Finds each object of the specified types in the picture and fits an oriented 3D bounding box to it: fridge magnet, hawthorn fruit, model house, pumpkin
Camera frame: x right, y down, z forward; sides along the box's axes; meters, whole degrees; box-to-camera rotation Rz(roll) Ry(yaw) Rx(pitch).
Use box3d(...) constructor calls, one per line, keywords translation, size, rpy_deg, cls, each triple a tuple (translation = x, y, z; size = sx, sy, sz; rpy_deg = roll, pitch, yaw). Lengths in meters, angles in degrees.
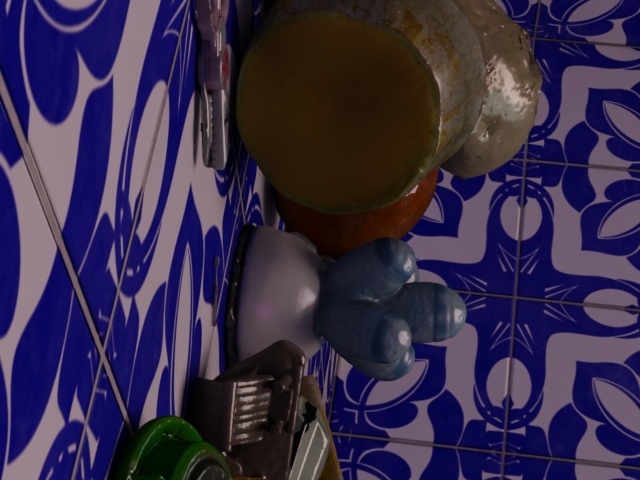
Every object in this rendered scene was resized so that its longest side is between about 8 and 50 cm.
box3d(translation=(-0.145, 0.278, 1.356), size=(0.208, 0.088, 0.208), rpy_deg=(-3, 90, -69), cls="fridge magnet")
box3d(translation=(0.039, -0.082, 2.211), size=(0.277, 0.277, 0.298), rpy_deg=(-58, 172, -78), cls="hawthorn fruit")
box3d(translation=(-0.102, 0.240, 1.693), size=(0.188, 0.122, 0.229), rpy_deg=(-17, 119, -79), cls="model house")
box3d(translation=(0.037, -0.180, 1.781), size=(0.199, 0.332, 0.332), rpy_deg=(-61, 157, -57), cls="pumpkin")

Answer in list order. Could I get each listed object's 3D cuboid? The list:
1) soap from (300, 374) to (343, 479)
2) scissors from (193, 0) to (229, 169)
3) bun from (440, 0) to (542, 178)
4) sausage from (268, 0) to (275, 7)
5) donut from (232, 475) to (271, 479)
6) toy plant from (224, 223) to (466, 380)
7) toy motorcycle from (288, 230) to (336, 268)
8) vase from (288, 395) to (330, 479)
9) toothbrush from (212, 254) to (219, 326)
box3d(translation=(-0.044, 0.334, 2.073), size=(0.073, 0.140, 0.232), rpy_deg=(88, -13, -69), cls="soap")
box3d(translation=(-0.119, -0.197, 1.517), size=(0.118, 0.031, 0.242), rpy_deg=(-68, 159, -70), cls="scissors")
box3d(translation=(0.173, -0.270, 1.991), size=(0.234, 0.362, 0.326), rpy_deg=(-42, 175, -2), cls="bun")
box3d(translation=(-0.017, -0.429, 2.010), size=(0.097, 0.094, 0.348), rpy_deg=(86, 15, -55), cls="sausage")
box3d(translation=(-0.101, 0.383, 1.557), size=(0.253, 0.118, 0.253), rpy_deg=(-34, 132, -48), cls="donut")
box3d(translation=(0.044, 0.099, 1.965), size=(0.247, 0.332, 0.247), rpy_deg=(4, 90, -85), cls="toy plant")
box3d(translation=(0.000, 0.000, 2.425), size=(0.325, 0.148, 0.221), rpy_deg=(-87, -159, -48), cls="toy motorcycle")
box3d(translation=(-0.090, 0.385, 1.848), size=(0.165, 0.165, 0.360), rpy_deg=(87, 14, -58), cls="vase")
box3d(translation=(-0.135, 0.065, 1.751), size=(0.008, 0.006, 0.097), rpy_deg=(-79, 174, -72), cls="toothbrush")
